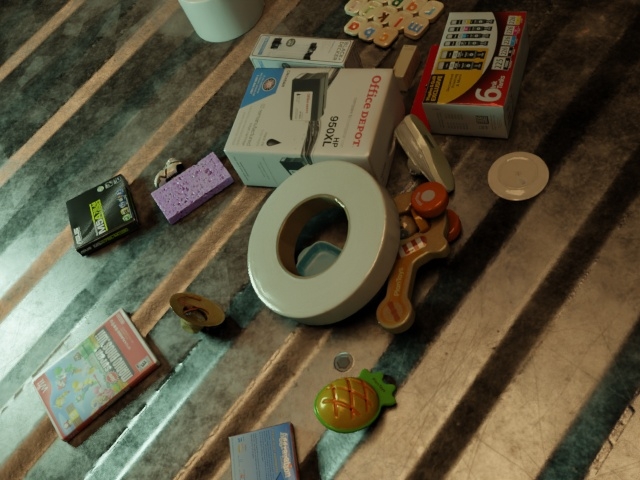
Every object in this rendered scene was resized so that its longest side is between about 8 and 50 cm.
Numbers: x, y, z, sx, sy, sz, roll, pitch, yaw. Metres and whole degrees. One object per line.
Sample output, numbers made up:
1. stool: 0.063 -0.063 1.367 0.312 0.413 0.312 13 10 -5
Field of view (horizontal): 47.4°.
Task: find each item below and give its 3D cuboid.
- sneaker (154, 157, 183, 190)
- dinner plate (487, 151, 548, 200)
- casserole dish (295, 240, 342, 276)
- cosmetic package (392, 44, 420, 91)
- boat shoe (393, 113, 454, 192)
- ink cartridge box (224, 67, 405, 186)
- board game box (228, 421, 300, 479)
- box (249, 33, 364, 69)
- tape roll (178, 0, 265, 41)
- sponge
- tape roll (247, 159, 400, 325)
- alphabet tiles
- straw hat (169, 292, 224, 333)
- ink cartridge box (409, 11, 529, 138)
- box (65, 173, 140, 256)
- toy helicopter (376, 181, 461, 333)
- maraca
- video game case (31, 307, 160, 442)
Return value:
1. sneaker: -0.424 -0.184 2.038 0.043 0.040 0.109 17 67 25
2. dinner plate: 0.469 -0.157 1.731 0.141 0.017 0.141 -8 59 14
3. casserole dish: 0.028 0.076 1.726 0.188 0.037 0.114 29 73 32
4. cosmetic package: 0.231 -0.468 1.977 0.041 0.060 0.115 13 63 26
5. boat shoe: 0.252 -0.202 1.799 0.081 0.079 0.228 -39 65 34
6. ink cartridge box: -0.008 -0.289 1.883 0.394 0.166 0.286 5 62 21
7. board game box: -0.109 0.527 1.501 0.145 0.027 0.281 -16 56 11
8. box: -0.029 -0.470 2.001 0.289 0.169 0.087 11 64 24
9. tape roll: -0.318 -0.770 2.283 0.246 0.169 0.246 -9 57 14
10. sponge: -0.351 -0.144 1.993 0.210 0.031 0.117 -35 55 -4
11. tape roll: 0.000 0.000 1.680 0.392 0.072 0.392 -16 61 31
12. alphabet tiles: 0.213 -0.679 2.135 0.284 0.021 0.278 31 73 31
13. straw hat: -0.305 0.188 1.751 0.144 0.144 0.061 37 115 33
14. ink cartridge box: 0.369 -0.426 1.861 0.271 0.130 0.310 7 63 24
15. box: -0.608 -0.073 2.030 0.184 0.045 0.191 -25 54 0
16. toy helicopter: 0.173 0.041 1.636 0.234 0.140 0.355 -3 57 26
17. maraca: 0.073 0.333 1.520 0.185 0.099 0.127 -24 53 -29
18. video game case: -0.551 0.322 1.779 0.285 0.025 0.204 -40 56 -7
